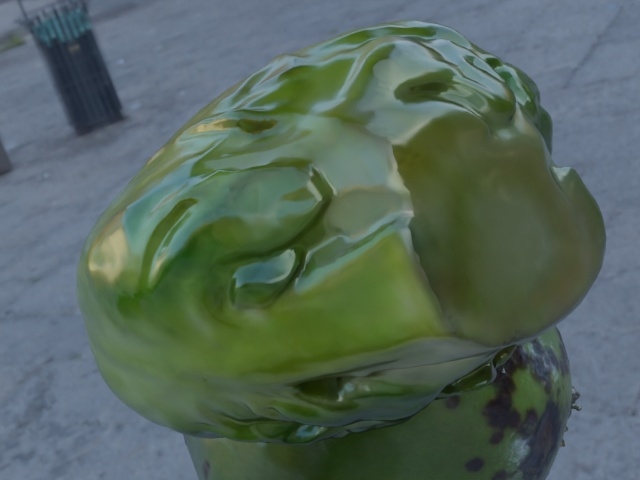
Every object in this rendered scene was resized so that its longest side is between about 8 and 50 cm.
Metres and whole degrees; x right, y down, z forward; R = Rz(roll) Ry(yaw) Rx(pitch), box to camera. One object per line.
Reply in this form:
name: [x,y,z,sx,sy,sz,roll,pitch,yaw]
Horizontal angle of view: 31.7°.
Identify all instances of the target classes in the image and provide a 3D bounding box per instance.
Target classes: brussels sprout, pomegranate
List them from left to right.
brussels sprout: [0.000,0.000,0.464,0.223,0.161,0.223,-18,-9,-3]
pomegranate: [0.042,0.094,0.690,0.270,0.254,0.254,11,13,-16]
